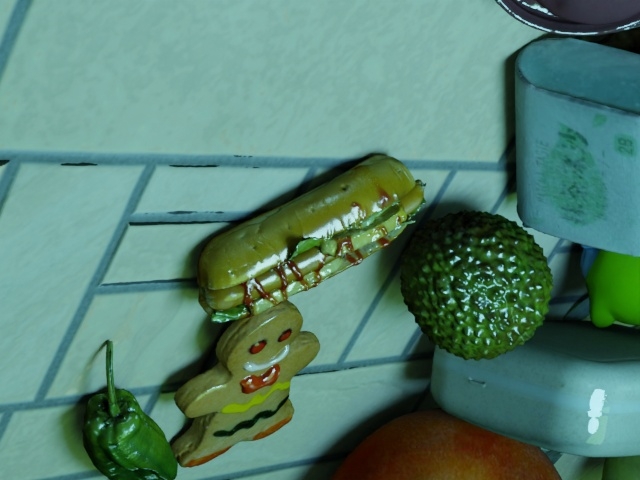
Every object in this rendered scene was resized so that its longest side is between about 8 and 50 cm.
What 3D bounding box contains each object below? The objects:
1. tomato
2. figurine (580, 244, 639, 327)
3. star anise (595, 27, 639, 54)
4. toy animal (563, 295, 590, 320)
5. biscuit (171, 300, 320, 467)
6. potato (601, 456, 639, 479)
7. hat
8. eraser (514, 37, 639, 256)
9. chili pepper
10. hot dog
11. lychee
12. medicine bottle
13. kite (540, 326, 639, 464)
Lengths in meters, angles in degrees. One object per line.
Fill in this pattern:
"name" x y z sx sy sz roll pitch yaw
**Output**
"tomato" 0.152 0.354 1.714 0.321 0.321 0.321 -27 145 -21
"figurine" 0.391 -0.016 1.671 0.162 0.143 0.263 -6 122 -35
"star anise" 0.376 -0.217 1.384 0.346 0.237 0.148 53 48 -52
"toy animal" 0.400 0.038 1.807 0.217 0.041 0.075 -40 -175 -1
"biscuit" -0.070 0.146 1.431 0.165 0.036 0.250 -22 150 -30
"potato" 0.532 0.307 2.163 0.280 0.212 0.330 -28 163 6
"hat" 0.238 -0.244 1.211 0.205 0.089 0.205 -2 132 -3
"eraser" 0.278 -0.089 1.435 0.227 0.174 0.081 78 33 -54
"chili pepper" -0.189 0.186 1.356 0.072 0.073 0.204 -24 144 -3
"hot dog" 0.000 0.000 1.327 0.250 0.076 0.104 -24 143 -22
"lychee" 0.158 0.041 1.467 0.171 0.171 0.171 -27 145 -21
"medicine bottle" 0.318 0.168 1.674 0.375 0.282 0.123 4 96 -47
"kite" 0.383 0.227 2.051 0.169 0.015 0.310 12 120 -51
